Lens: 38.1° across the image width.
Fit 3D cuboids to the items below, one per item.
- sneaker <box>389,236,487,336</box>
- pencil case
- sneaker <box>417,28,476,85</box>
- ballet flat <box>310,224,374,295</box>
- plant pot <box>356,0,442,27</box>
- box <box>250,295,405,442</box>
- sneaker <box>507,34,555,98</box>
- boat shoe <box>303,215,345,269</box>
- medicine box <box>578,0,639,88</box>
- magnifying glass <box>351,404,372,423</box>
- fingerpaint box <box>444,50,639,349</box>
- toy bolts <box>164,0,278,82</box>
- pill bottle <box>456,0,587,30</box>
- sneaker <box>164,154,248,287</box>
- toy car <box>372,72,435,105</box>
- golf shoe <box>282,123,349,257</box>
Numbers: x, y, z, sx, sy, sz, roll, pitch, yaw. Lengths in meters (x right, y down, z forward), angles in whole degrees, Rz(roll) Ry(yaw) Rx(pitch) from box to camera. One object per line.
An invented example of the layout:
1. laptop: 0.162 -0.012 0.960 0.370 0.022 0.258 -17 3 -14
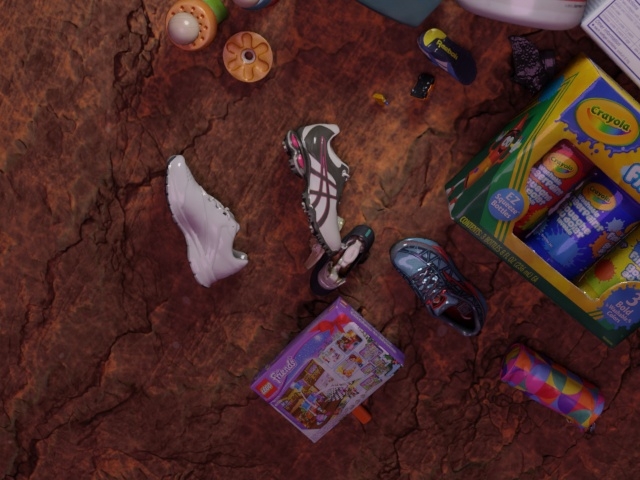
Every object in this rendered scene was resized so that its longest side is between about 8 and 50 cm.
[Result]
1. sneaker: 0.249 0.097 1.914 0.262 0.125 0.104 40 112 -8
2. pencil case: 0.494 0.316 1.981 0.236 0.104 0.104 33 114 -3
3. sneaker: 0.242 -0.353 1.772 0.144 0.059 0.053 40 82 -24
4. ballet flat: 0.040 0.050 1.959 0.074 0.074 0.203 37 113 -7
5. plant pot: 0.117 -0.504 1.658 0.234 0.165 0.165 35 119 -24
6. box: 0.014 0.288 2.046 0.201 0.057 0.293 43 111 -9
7. sneaker: 0.402 -0.306 1.764 0.089 0.051 0.170 0 108 10
8. boat shoe: 0.000 0.000 1.959 0.045 0.050 0.135 35 103 -2
9. medicine box: 0.647 -0.400 1.629 0.263 0.149 0.289 43 112 -9
10. magnifying glass: 0.031 0.328 2.104 0.092 0.026 0.231 -39 100 21
11. fingerpaint box: 0.526 -0.065 1.750 0.445 0.163 0.371 38 113 -16
12. toy bolts: -0.161 -0.411 1.751 0.218 0.158 0.228 44 112 -10
13. pill bottle: 0.377 -0.579 1.555 0.229 0.229 0.408 12 113 4
14. sneaker: -0.246 -0.050 1.962 0.129 0.111 0.297 -19 113 0
15. toy car: 0.169 -0.295 1.824 0.122 0.060 0.040 2 158 26
16. golf shoe: 0.012 -0.102 1.868 0.120 0.105 0.273 -16 98 -1
